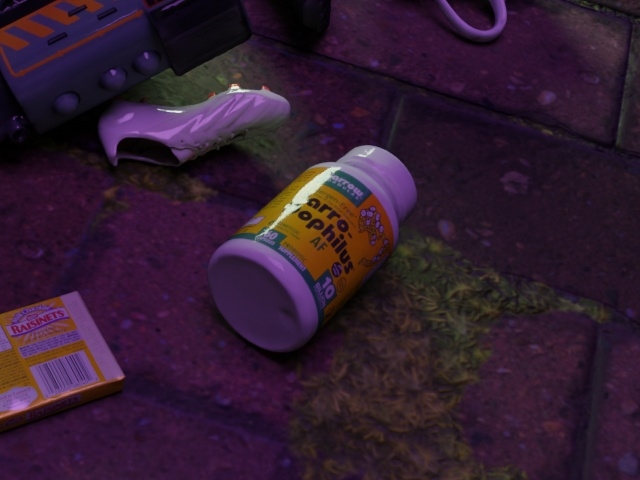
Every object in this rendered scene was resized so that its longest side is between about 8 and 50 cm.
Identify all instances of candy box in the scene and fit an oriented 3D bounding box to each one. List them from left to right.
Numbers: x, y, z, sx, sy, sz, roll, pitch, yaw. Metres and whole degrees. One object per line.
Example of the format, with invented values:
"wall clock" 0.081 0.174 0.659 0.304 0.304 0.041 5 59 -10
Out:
"candy box" -0.281 0.115 1.194 0.206 0.027 0.105 -17 53 -27

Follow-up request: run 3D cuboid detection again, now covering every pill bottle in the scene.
"pill bottle" 0.000 0.000 1.307 0.117 0.118 0.208 34 49 16

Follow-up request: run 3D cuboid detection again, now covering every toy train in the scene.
"toy train" -0.228 -0.222 1.386 0.334 0.142 0.190 -27 60 -6

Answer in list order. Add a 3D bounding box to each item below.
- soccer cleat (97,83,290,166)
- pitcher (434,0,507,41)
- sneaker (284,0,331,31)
"soccer cleat" -0.124 -0.109 1.412 0.196 0.068 0.076 -6 55 -10
"pitcher" 0.140 -0.337 1.653 0.207 0.125 0.178 22 62 -9
"sneaker" -0.056 -0.331 1.615 0.124 0.107 0.283 -4 43 -3
